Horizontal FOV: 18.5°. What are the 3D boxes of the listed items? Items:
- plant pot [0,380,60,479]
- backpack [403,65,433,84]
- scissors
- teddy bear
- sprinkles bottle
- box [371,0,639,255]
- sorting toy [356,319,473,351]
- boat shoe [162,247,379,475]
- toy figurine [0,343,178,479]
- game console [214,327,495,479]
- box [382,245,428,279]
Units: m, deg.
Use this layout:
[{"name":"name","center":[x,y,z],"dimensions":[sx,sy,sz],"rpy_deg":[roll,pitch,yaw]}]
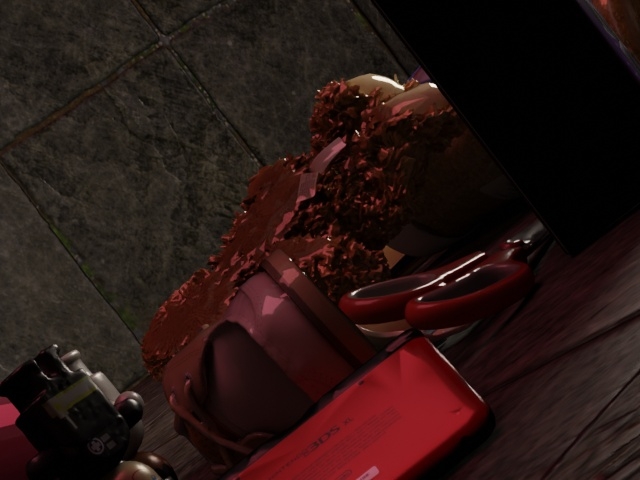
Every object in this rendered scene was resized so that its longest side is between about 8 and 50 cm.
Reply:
[{"name":"plant pot","center":[-0.256,0.193,1.570],"dimensions":[0.180,0.201,0.201],"rpy_deg":[-21,6,14]},{"name":"backpack","center":[0.205,-0.185,1.821],"dimensions":[0.276,0.213,0.263],"rpy_deg":[-32,16,40]},{"name":"scissors","center":[0.123,0.012,1.220],"dimensions":[0.109,0.021,0.297],"rpy_deg":[-6,9,38]},{"name":"teddy bear","center":[0.000,0.000,1.582],"dimensions":[0.245,0.113,0.338],"rpy_deg":[-3,51,49]},{"name":"sprinkles bottle","center":[0.168,-0.104,1.618],"dimensions":[0.121,0.121,0.355],"rpy_deg":[-40,3,-41]},{"name":"box","center":[0.116,-0.134,1.227],"dimensions":[0.103,0.261,0.184],"rpy_deg":[-37,3,10]},{"name":"sorting toy","center":[0.055,0.054,1.187],"dimensions":[0.083,0.045,0.075],"rpy_deg":[-16,3,-36]},{"name":"boat shoe","center":[-0.026,0.086,1.097],"dimensions":[0.103,0.113,0.302],"rpy_deg":[-39,-8,-9]},{"name":"toy figurine","center":[-0.201,0.187,1.368],"dimensions":[0.213,0.148,0.209],"rpy_deg":[-40,-3,-3]},{"name":"game console","center":[0.015,0.118,0.892],"dimensions":[0.144,0.085,0.124],"rpy_deg":[-38,33,-3]},{"name":"box","center":[0.050,0.001,1.895],"dimensions":[0.201,0.021,0.164],"rpy_deg":[-7,28,50]}]
